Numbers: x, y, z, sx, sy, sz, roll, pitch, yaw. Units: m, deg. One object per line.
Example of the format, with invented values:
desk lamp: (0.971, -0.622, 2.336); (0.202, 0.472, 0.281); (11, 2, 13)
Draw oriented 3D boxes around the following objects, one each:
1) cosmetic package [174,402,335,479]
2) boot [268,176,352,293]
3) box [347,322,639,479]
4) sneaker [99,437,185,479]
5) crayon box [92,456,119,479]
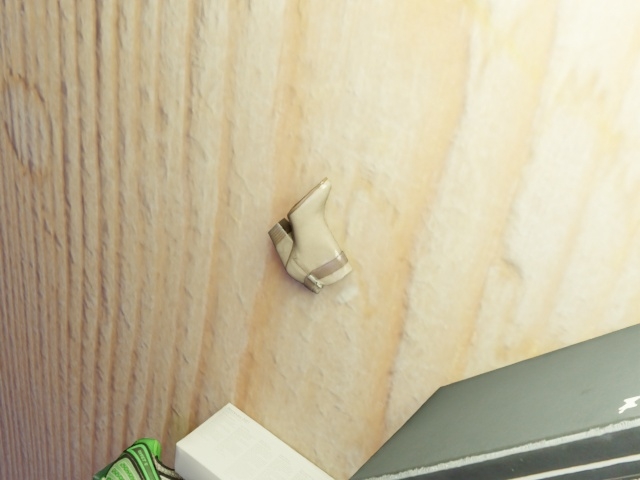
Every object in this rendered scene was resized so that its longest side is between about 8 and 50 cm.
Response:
cosmetic package: (-0.058, 0.304, 0.971); (0.239, 0.099, 0.061); (30, 131, 26)
boot: (0.000, 0.000, 0.805); (0.087, 0.042, 0.118); (48, 136, 1)
box: (0.231, 0.243, 0.630); (0.296, 0.182, 0.294); (-29, 93, 44)
sneaker: (-0.131, 0.366, 1.041); (0.343, 0.146, 0.134); (25, 155, 9)
crayon box: (-0.243, 0.509, 1.248); (0.203, 0.083, 0.323); (21, 125, 32)
